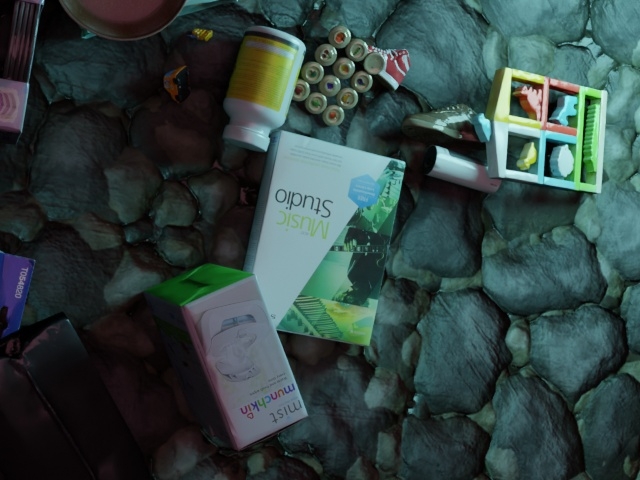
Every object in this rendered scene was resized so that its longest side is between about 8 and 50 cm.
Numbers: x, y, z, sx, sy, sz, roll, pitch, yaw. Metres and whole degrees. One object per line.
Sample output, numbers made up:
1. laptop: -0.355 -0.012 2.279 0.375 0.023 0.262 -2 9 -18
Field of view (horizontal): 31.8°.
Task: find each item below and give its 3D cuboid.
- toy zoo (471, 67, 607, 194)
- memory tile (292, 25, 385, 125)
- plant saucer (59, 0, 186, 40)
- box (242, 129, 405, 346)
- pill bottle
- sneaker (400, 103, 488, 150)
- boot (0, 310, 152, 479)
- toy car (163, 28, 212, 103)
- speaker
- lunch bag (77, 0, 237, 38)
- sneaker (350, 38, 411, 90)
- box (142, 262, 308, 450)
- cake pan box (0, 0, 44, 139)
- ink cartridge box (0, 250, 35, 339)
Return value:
1. toy zoo: 0.387 -0.192 1.976 0.293 0.030 0.192 7 85 -32
2. memory tile: 0.027 -0.270 1.854 0.113 0.012 0.148 35 100 -19
3. plant saucer: -0.281 -0.382 1.585 0.198 0.036 0.199 -2 100 -13
4. box: 0.000 0.000 1.860 0.232 0.058 0.322 12 89 -21
5. pill bottle: -0.095 -0.239 1.787 0.103 0.103 0.184 18 86 -21
6. sneaker: 0.222 -0.204 1.941 0.188 0.066 0.071 10 72 -26
7. boot: -0.426 0.376 1.646 0.367 0.146 0.445 -34 113 -29
8. toy car: -0.212 -0.279 1.787 0.040 0.060 0.122 18 63 22
9. speaker: 0.245 -0.123 1.949 0.136 0.055 0.055 15 87 -20
10. lunch bag: -0.259 -0.441 1.688 0.262 0.160 0.224 -18 98 -13
11. sneaker: 0.103 -0.314 1.891 0.118 0.042 0.067 42 82 -25
12. box: -0.152 0.169 1.701 0.126 0.262 0.231 -24 100 -18
13. cake pan box: -0.434 -0.264 1.571 0.070 0.267 0.246 8 88 -16
14. ink cartridge box: -0.554 0.110 1.659 0.223 0.045 0.223 13 88 -21
